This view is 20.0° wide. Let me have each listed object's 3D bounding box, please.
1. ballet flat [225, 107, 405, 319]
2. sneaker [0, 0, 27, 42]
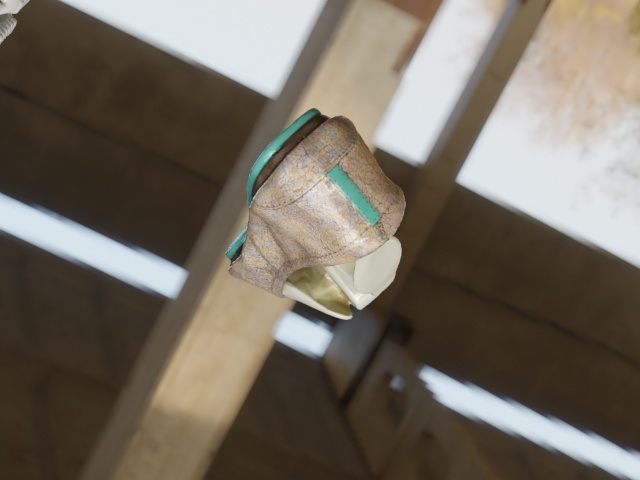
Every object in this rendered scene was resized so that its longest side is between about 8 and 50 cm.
[{"bbox_3d":[0.000,0.000,1.196,0.106,0.107,0.316,43,174,3],"label":"ballet flat"},{"bbox_3d":[-0.214,-0.169,1.043,0.118,0.292,0.110,32,-177,-11],"label":"sneaker"}]
